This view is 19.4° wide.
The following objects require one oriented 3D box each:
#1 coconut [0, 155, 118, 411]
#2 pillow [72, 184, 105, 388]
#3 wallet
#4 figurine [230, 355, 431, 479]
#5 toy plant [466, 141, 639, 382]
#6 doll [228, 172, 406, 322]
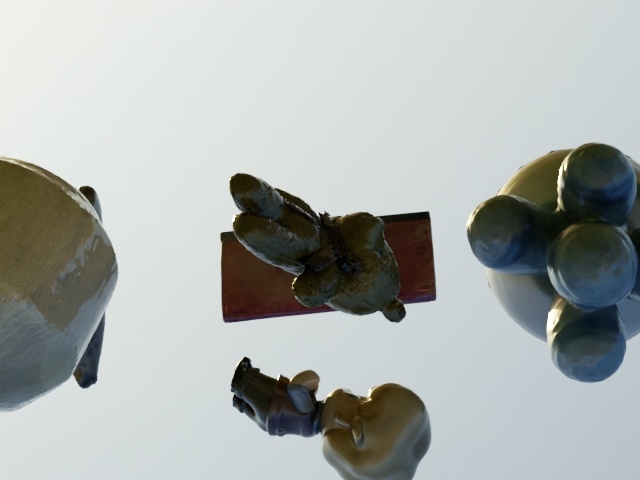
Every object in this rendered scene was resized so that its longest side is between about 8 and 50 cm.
[{"bbox_3d":[-0.339,0.057,1.866,0.237,0.237,0.266,-11,-147,30],"label":"coconut"},{"bbox_3d":[-0.281,0.046,2.111,0.051,0.093,0.241,-13,-110,35],"label":"pillow"},{"bbox_3d":[0.007,0.029,2.010,0.232,0.025,0.119,-6,-128,4],"label":"wallet"},{"bbox_3d":[0.011,0.169,1.793,0.196,0.114,0.108,23,-127,17],"label":"figurine"},{"bbox_3d":[0.274,0.016,1.936,0.247,0.247,0.332,-22,179,8],"label":"toy plant"},{"bbox_3d":[0.000,0.000,1.729,0.097,0.209,0.137,-42,-132,18],"label":"doll"}]
